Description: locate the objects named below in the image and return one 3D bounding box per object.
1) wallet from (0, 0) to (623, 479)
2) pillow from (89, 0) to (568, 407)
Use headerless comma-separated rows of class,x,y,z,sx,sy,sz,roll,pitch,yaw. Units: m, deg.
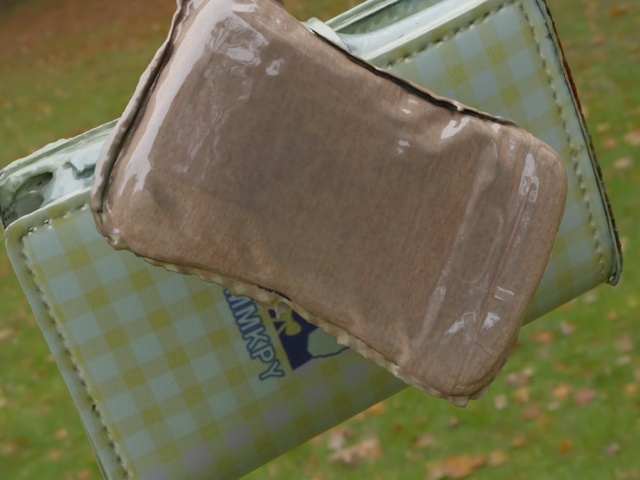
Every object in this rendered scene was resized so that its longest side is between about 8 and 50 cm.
wallet,0.000,0.000,0.970,0.309,0.223,0.077,-27,30,-14
pillow,0.010,-0.020,0.803,0.135,0.211,0.034,-66,19,-14
